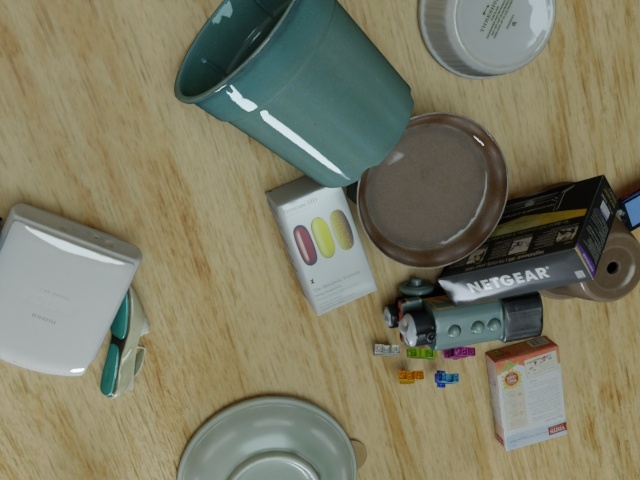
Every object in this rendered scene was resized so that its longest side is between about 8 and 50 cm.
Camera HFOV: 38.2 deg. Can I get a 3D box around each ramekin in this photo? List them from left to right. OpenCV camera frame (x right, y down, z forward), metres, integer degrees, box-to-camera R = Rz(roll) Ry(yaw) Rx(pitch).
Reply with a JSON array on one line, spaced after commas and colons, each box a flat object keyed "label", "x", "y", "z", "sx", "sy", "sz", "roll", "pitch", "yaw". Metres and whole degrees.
[{"label": "ramekin", "x": 0.338, "y": -0.448, "z": 1.821, "sx": 0.272, "sy": 0.127, "sz": 0.273, "roll": -4, "pitch": 107, "yaw": -14}]

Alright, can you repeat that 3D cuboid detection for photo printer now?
[{"label": "photo printer", "x": -0.513, "y": 0.110, "z": 1.750, "sx": 0.256, "sy": 0.107, "sz": 0.307, "roll": 23, "pitch": 109, "yaw": -18}]

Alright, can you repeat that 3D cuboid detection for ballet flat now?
[{"label": "ballet flat", "x": -0.384, "y": 0.198, "z": 1.854, "sx": 0.086, "sy": 0.086, "sz": 0.248, "roll": 10, "pitch": 105, "yaw": -17}]

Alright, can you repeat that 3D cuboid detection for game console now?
[{"label": "game console", "x": 0.727, "y": -0.084, "z": 2.053, "sx": 0.144, "sy": 0.085, "sz": 0.124, "roll": -28, "pitch": 111, "yaw": -5}]

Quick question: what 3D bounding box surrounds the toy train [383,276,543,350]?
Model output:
[{"label": "toy train", "x": 0.307, "y": 0.150, "z": 1.954, "sx": 0.334, "sy": 0.190, "sz": 0.142, "roll": -7, "pitch": 107, "yaw": -13}]

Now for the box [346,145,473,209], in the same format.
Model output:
[{"label": "box", "x": 0.178, "y": -0.150, "z": 1.866, "sx": 0.232, "sy": 0.127, "sz": 0.149, "roll": -4, "pitch": 106, "yaw": -13}]

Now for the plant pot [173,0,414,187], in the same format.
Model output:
[{"label": "plant pot", "x": -0.029, "y": -0.289, "z": 1.683, "sx": 0.334, "sy": 0.341, "sz": 0.341, "roll": 38, "pitch": 94, "yaw": -30}]

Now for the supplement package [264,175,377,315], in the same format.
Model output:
[{"label": "supplement package", "x": 0.000, "y": 0.000, "z": 1.859, "sx": 0.139, "sy": 0.134, "sz": 0.244, "roll": -24, "pitch": 110, "yaw": -8}]

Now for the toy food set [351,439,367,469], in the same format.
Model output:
[{"label": "toy food set", "x": 0.065, "y": 0.486, "z": 2.079, "sx": 0.083, "sy": 0.020, "sz": 0.082, "roll": -37, "pitch": 112, "yaw": -2}]

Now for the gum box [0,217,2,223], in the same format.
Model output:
[{"label": "gum box", "x": -0.656, "y": -0.027, "z": 1.650, "sx": 0.157, "sy": 0.184, "sz": 0.041, "roll": 20, "pitch": 99, "yaw": -19}]

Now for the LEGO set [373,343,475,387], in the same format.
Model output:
[{"label": "LEGO set", "x": 0.218, "y": 0.279, "z": 2.033, "sx": 0.227, "sy": 0.093, "sz": 0.087, "roll": 4, "pitch": 74, "yaw": -11}]

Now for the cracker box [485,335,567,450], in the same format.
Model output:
[{"label": "cracker box", "x": 0.473, "y": 0.351, "z": 2.123, "sx": 0.155, "sy": 0.067, "sz": 0.232, "roll": -13, "pitch": 108, "yaw": -10}]

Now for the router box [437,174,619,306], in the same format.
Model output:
[{"label": "router box", "x": 0.412, "y": 0.002, "z": 1.834, "sx": 0.081, "sy": 0.309, "sz": 0.243, "roll": 55, "pitch": 44, "yaw": -21}]

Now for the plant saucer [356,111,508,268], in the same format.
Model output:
[{"label": "plant saucer", "x": 0.213, "y": -0.099, "z": 1.796, "sx": 0.310, "sy": 0.050, "sz": 0.311, "roll": -5, "pitch": 109, "yaw": -13}]

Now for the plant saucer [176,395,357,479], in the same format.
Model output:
[{"label": "plant saucer", "x": -0.108, "y": 0.535, "z": 1.995, "sx": 0.400, "sy": 0.100, "sz": 0.400, "roll": -3, "pitch": 108, "yaw": -10}]

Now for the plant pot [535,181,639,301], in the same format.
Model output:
[{"label": "plant pot", "x": 0.565, "y": 0.025, "z": 1.966, "sx": 0.263, "sy": 0.229, "sz": 0.263, "roll": -4, "pitch": 107, "yaw": -15}]
